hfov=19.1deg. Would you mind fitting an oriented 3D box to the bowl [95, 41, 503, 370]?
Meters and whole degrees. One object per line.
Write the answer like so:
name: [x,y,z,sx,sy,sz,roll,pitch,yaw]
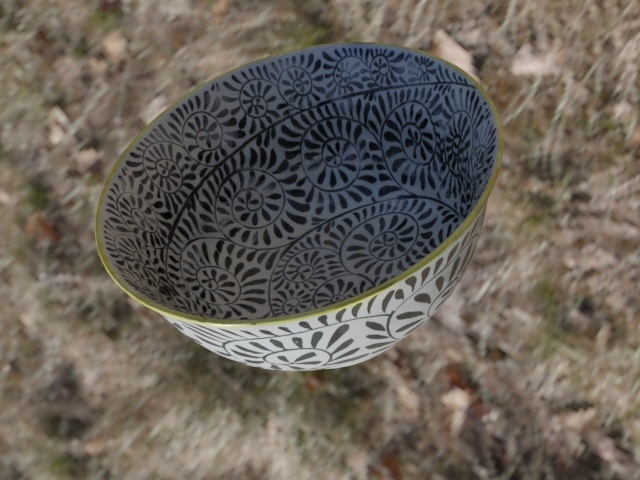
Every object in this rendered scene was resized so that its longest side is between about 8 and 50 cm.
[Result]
bowl: [0.000,0.000,0.792,0.170,0.170,0.080,4,136,26]
